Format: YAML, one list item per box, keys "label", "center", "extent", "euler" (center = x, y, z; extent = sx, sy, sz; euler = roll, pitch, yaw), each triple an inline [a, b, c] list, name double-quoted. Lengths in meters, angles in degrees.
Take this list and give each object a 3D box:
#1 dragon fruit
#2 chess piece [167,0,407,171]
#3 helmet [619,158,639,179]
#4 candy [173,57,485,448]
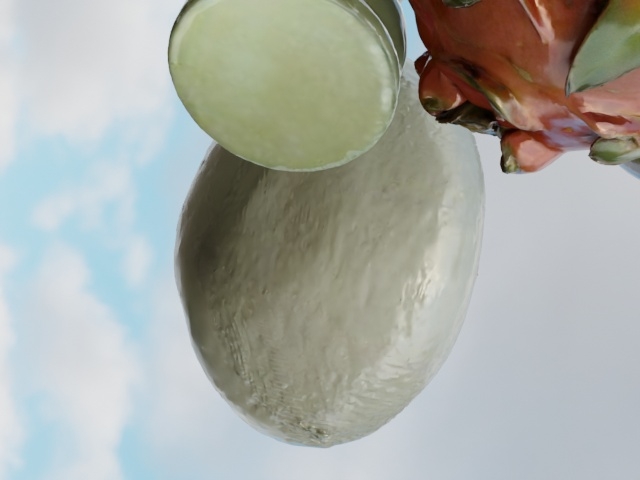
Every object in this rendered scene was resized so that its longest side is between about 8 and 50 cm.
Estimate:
- label: "dragon fruit"
  center: [0.147, -0.150, 0.968]
  extent: [0.224, 0.224, 0.227]
  euler: [-105, -165, -47]
- label: "chess piece"
  center: [0.006, -0.177, 1.105]
  extent: [0.144, 0.144, 0.251]
  euler: [-47, -164, 42]
- label: "helmet"
  center: [0.281, -0.121, 1.435]
  extent: [0.106, 0.155, 0.175]
  euler: [13, -52, 34]
- label: "candy"
  center: [0.000, 0.000, 1.234]
  extent: [0.295, 0.185, 0.296]
  euler: [-22, -116, 55]
